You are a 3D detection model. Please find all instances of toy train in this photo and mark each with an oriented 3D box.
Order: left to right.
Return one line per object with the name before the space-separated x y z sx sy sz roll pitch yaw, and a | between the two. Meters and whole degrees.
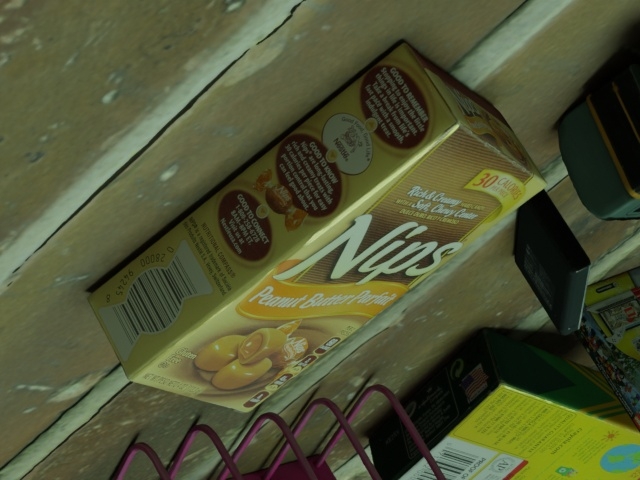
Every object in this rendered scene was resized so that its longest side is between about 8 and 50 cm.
toy train | 0.356 -0.099 1.570 0.334 0.142 0.190 -4 156 -46

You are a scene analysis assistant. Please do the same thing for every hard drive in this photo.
hard drive | 0.207 0.018 1.653 0.022 0.094 0.135 -25 154 -9

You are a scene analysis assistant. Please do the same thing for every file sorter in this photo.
file sorter | -0.040 0.273 1.737 0.290 0.202 0.182 -11 145 -36

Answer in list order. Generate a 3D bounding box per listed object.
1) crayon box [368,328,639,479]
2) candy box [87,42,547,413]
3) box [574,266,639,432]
crayon box | 0.237 0.224 1.953 0.318 0.081 0.202 22 127 -32
candy box | 0.000 0.000 1.405 0.316 0.087 0.183 -37 154 15
box | 0.391 0.091 1.909 0.233 0.159 0.044 -18 152 -23
